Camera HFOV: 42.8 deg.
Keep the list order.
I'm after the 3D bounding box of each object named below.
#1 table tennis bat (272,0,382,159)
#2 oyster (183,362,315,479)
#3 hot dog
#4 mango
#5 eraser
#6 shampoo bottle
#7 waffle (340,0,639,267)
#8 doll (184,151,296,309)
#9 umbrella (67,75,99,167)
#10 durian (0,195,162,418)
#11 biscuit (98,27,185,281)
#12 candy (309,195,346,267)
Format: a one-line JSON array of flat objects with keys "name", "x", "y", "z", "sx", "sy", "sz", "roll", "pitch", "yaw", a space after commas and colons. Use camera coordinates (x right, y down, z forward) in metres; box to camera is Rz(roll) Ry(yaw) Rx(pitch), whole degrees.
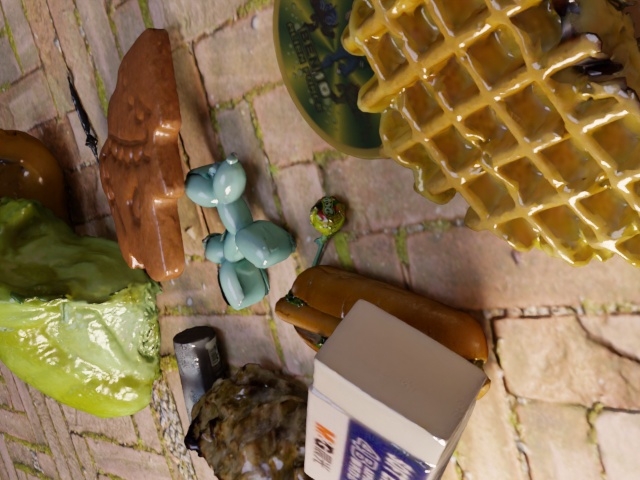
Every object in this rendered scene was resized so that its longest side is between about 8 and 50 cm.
[{"name": "table tennis bat", "x": 0.063, "y": -0.169, "z": 0.665, "sx": 0.321, "sy": 0.050, "sz": 0.198, "roll": -3, "pitch": 109, "yaw": 54}, {"name": "oyster", "x": -0.035, "y": 0.275, "z": 0.920, "sx": 0.396, "sy": 0.111, "sz": 0.204, "roll": 40, "pitch": 116, "yaw": 42}, {"name": "hot dog", "x": 0.053, "y": 0.091, "z": 0.787, "sx": 0.250, "sy": 0.068, "sz": 0.100, "roll": 16, "pitch": 119, "yaw": 45}, {"name": "mango", "x": -0.460, "y": -0.056, "z": 1.271, "sx": 0.156, "sy": 0.151, "sz": 0.248, "roll": -15, "pitch": 110, "yaw": 11}, {"name": "eraser", "x": 0.058, "y": 0.172, "z": 0.736, "sx": 0.124, "sy": 0.081, "sz": 0.279, "roll": 31, "pitch": 150, "yaw": 17}, {"name": "shampoo bottle", "x": -0.149, "y": 0.219, "z": 1.105, "sx": 0.064, "sy": 0.057, "sz": 0.207, "roll": 7, "pitch": 116, "yaw": 38}, {"name": "waffle", "x": 0.131, "y": -0.101, "z": 0.540, "sx": 0.309, "sy": 0.065, "sz": 0.283, "roll": 25, "pitch": 142, "yaw": 28}, {"name": "doll", "x": -0.098, "y": -0.019, "z": 0.918, "sx": 0.158, "sy": 0.059, "sz": 0.159, "roll": 49, "pitch": 140, "yaw": 22}, {"name": "umbrella", "x": -0.337, "y": -0.165, "z": 1.163, "sx": 0.022, "sy": 0.022, "sz": 0.148, "roll": -27, "pitch": 86, "yaw": 10}, {"name": "durian", "x": -0.359, "y": 0.115, "z": 1.177, "sx": 0.256, "sy": 0.204, "sz": 0.339, "roll": 7, "pitch": 118, "yaw": 18}, {"name": "biscuit", "x": -0.220, "y": -0.108, "z": 0.986, "sx": 0.284, "sy": 0.043, "sz": 0.306, "roll": 48, "pitch": 135, "yaw": 48}, {"name": "candy", "x": 0.000, "y": 0.000, "z": 0.841, "sx": 0.035, "sy": 0.035, "sz": 0.123, "roll": 38, "pitch": 145, "yaw": 16}]
